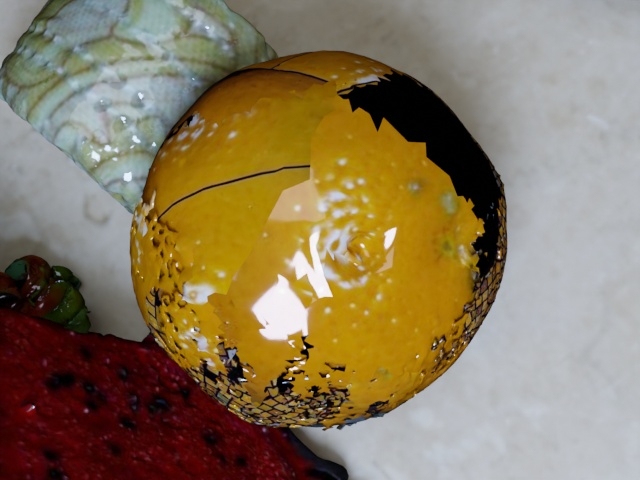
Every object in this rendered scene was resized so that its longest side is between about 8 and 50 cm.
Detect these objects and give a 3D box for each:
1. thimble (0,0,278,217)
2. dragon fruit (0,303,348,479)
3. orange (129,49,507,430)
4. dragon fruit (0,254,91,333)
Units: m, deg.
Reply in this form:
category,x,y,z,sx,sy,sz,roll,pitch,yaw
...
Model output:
category,x,y,z,sx,sy,sz,roll,pitch,yaw
thimble,-0.131,-0.115,0.856,0.190,0.137,0.143,39,86,26
dragon fruit,-0.081,0.192,0.719,0.100,0.282,0.344,-55,39,29
orange,0.000,0.000,0.764,0.234,0.182,0.235,-1,98,-8
dragon fruit,-0.212,0.083,0.833,0.138,0.142,0.175,3,47,53
